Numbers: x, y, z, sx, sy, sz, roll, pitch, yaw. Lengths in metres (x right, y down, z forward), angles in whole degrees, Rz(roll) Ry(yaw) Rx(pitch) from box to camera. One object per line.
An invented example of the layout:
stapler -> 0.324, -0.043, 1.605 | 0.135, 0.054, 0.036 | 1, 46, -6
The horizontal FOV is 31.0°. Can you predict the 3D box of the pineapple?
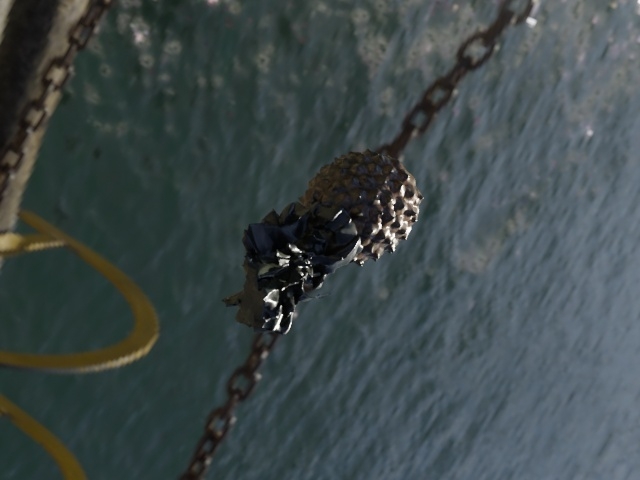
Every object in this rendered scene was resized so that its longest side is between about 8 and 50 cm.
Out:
pineapple -> 0.000, 0.000, 0.693 | 0.159, 0.074, 0.074 | -39, 148, -47
